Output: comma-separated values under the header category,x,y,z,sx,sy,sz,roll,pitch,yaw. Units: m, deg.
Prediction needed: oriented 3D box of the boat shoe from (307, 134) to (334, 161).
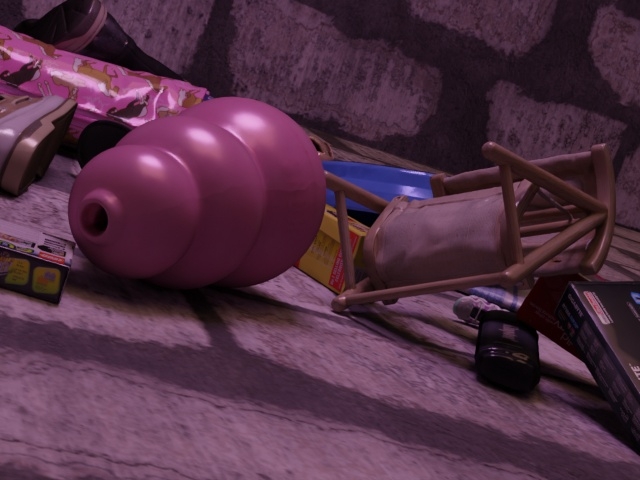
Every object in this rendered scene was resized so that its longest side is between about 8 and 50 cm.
category,x,y,z,sx,sy,sz,roll,pitch,yaw
boat shoe,-0.017,-0.129,2.495,0.122,0.110,0.341,18,9,-10

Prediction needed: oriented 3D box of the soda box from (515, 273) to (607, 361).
category,x,y,z,sx,sy,sz,roll,pitch,yaw
soda box,0.370,0.125,1.689,0.263,0.092,0.083,36,14,21

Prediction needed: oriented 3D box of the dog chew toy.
category,x,y,z,sx,sy,sz,roll,pitch,yaw
dog chew toy,-0.133,-0.041,1.458,0.207,0.206,0.332,23,17,23

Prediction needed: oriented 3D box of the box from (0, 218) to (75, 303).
category,x,y,z,sx,sy,sz,roll,pitch,yaw
box,-0.328,-0.002,1.283,0.207,0.036,0.114,18,9,-10

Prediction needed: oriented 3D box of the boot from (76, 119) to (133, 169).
category,x,y,z,sx,sy,sz,roll,pitch,yaw
boot,-0.185,-0.076,1.955,0.263,0.091,0.229,27,5,19

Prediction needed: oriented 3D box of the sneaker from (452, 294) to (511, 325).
category,x,y,z,sx,sy,sz,roll,pitch,yaw
sneaker,0.223,0.102,1.827,0.098,0.038,0.069,15,9,-22

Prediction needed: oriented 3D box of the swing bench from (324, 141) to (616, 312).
category,x,y,z,sx,sy,sz,roll,pitch,yaw
swing bench,0.177,-0.017,1.650,0.253,0.165,0.255,-10,-5,41

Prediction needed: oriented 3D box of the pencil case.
category,x,y,z,sx,sy,sz,roll,pitch,yaw
pencil case,-0.356,-0.204,2.094,0.386,0.160,0.167,18,-23,-9

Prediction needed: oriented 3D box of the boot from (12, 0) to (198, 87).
category,x,y,z,sx,sy,sz,roll,pitch,yaw
boot,-0.374,-0.247,2.319,0.284,0.138,0.377,36,-32,-28

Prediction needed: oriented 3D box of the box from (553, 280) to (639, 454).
category,x,y,z,sx,sy,sz,roll,pitch,yaw
box,0.379,0.134,1.542,0.175,0.051,0.220,1,40,-23

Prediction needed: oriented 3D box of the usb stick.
category,x,y,z,sx,sy,sz,roll,pitch,yaw
usb stick,0.219,0.125,1.654,0.077,0.045,0.278,21,9,5

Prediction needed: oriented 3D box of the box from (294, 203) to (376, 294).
category,x,y,z,sx,sy,sz,roll,pitch,yaw
box,0.000,0.000,1.827,0.058,0.087,0.232,11,13,-36

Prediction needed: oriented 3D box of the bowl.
category,x,y,z,sx,sy,sz,roll,pitch,yaw
bowl,0.155,-0.055,2.220,0.391,0.077,0.391,10,-3,0

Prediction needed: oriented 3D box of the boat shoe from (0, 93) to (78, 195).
category,x,y,z,sx,sy,sz,roll,pitch,yaw
boat shoe,-0.378,-0.137,1.760,0.103,0.113,0.302,24,9,-5

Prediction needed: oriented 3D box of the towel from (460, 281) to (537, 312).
category,x,y,z,sx,sy,sz,roll,pitch,yaw
towel,0.288,0.075,2.157,0.285,0.034,0.209,20,10,6
